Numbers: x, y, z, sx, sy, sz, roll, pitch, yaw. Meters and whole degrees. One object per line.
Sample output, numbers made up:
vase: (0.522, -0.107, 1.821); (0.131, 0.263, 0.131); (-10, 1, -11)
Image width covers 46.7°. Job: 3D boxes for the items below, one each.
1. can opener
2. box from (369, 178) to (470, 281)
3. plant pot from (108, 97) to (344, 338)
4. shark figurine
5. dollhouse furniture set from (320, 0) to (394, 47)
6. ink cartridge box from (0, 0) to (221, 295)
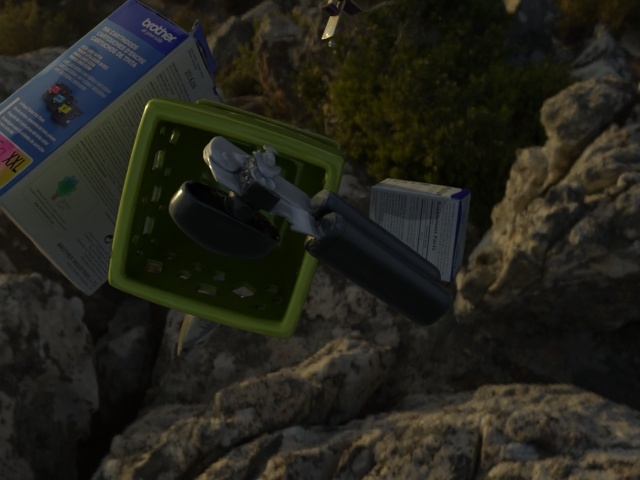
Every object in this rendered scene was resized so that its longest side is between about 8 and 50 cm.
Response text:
can opener: (0.000, 0.000, 0.666); (0.280, 0.093, 0.074); (29, 27, -27)
box: (0.146, -0.018, 1.112); (0.137, 0.126, 0.072); (11, 19, 22)
plant pot: (-0.099, -0.046, 0.901); (0.227, 0.228, 0.207); (18, 18, 0)
shark figurine: (-0.177, 0.046, 1.260); (0.116, 0.166, 0.278); (33, 52, -13)
dollhouse furniture set: (0.037, -0.330, 1.063); (0.114, 0.091, 0.081); (1, 67, 51)
ink cartridge box: (-0.280, -0.148, 1.073); (0.151, 0.270, 0.395); (38, 72, 27)
